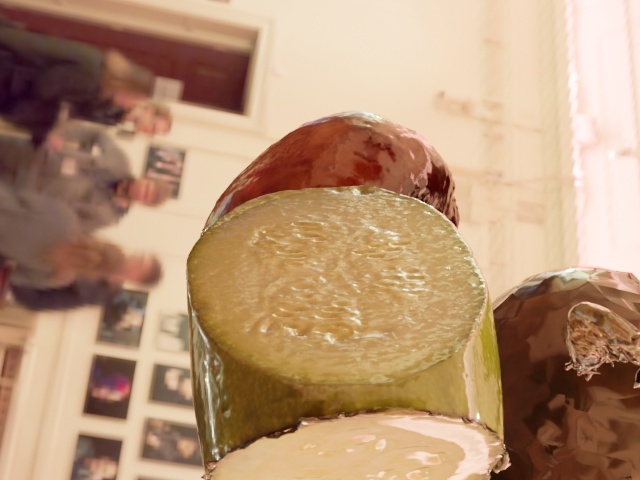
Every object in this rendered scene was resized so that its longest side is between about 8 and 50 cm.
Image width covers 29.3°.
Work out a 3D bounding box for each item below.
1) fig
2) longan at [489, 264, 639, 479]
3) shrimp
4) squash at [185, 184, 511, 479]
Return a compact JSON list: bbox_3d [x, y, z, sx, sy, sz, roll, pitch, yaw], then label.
[{"bbox_3d":[0.009,0.002,1.134,0.263,0.224,0.224,-34,-150,21],"label":"fig"},{"bbox_3d":[0.371,0.217,1.640,0.391,0.391,0.391,-170,-90,-82],"label":"longan"},{"bbox_3d":[0.230,0.094,0.968,0.034,0.091,0.161,-50,164,-11],"label":"shrimp"},{"bbox_3d":[0.009,0.028,0.757,0.189,0.189,0.260,113,-23,-56],"label":"squash"}]
